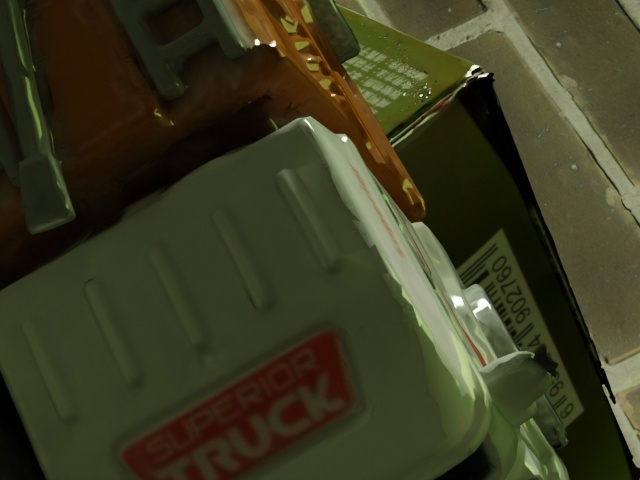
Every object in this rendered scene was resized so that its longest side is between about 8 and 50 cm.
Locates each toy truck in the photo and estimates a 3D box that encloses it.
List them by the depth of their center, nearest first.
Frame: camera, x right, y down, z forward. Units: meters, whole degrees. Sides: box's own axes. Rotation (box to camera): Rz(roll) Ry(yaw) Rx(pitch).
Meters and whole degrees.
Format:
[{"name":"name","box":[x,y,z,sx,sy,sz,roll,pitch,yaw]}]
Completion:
[{"name":"toy truck","box":[-0.067,-0.042,0.607,0.388,0.173,0.207,61,4,23]}]

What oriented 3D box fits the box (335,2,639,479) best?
[{"name":"box","box":[0.000,0.000,1.158,0.420,0.138,0.373,32,-25,48]}]
